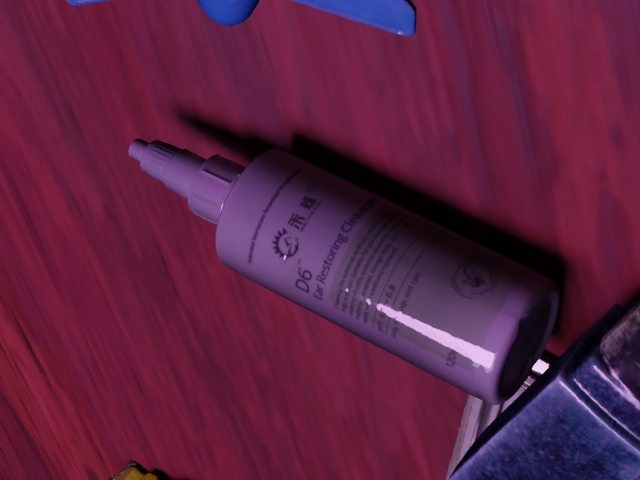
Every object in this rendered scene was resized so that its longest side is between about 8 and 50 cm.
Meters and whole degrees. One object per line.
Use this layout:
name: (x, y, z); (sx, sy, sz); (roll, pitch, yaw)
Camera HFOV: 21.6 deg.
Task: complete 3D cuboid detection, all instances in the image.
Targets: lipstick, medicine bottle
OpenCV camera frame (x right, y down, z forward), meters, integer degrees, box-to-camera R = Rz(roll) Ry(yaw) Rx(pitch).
lipstick: (0.136, 0.024, 0.573); (0.051, 0.051, 0.312); (44, 143, 6)
medicine bottle: (0.000, 0.000, 0.693); (0.199, 0.057, 0.058); (27, 144, 23)

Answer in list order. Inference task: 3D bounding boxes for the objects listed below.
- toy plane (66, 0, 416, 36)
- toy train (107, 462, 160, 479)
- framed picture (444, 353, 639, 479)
toy plane: (-0.030, -0.146, 0.459); (0.254, 0.105, 0.271); (6, 154, 4)
toy train: (-0.059, 0.246, 1.040); (0.085, 0.053, 0.250); (14, 138, 48)
framed picture: (0.143, 0.171, 0.776); (0.217, 0.017, 0.274); (29, 144, 18)
